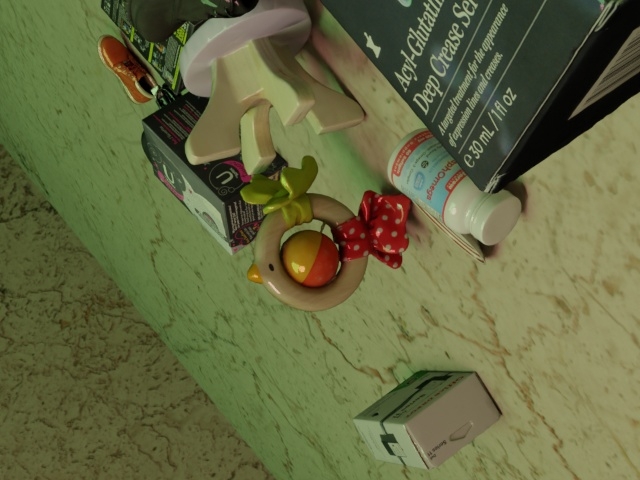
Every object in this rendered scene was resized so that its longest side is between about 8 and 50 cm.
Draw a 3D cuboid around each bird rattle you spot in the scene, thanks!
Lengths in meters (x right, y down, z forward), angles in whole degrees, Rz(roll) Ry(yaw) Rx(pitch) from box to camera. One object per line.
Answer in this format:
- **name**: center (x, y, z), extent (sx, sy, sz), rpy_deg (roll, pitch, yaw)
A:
- **bird rattle**: center (0.000, 0.000, 1.543), extent (0.253, 0.207, 0.143), rpy_deg (27, 169, -25)

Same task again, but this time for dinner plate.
- **dinner plate**: center (0.167, -0.021, 1.430), extent (0.141, 0.017, 0.141), rpy_deg (44, 178, 2)

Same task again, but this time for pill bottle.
- **pill bottle**: center (0.162, -0.063, 1.325), extent (0.160, 0.087, 0.087), rpy_deg (40, 154, 36)

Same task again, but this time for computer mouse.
- **computer mouse**: center (-0.307, -0.198, 2.205), extent (0.188, 0.072, 0.272), rpy_deg (57, 160, -5)

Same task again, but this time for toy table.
- **toy table**: center (-0.080, -0.203, 1.488), extent (0.274, 0.252, 0.161), rpy_deg (117, 134, -75)

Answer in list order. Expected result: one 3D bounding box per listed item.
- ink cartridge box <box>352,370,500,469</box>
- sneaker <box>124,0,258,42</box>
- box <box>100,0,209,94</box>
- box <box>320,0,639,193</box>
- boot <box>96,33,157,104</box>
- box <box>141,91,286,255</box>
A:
- **ink cartridge box**: center (0.165, 0.281, 1.746), extent (0.087, 0.153, 0.208), rpy_deg (60, 159, -6)
- **sneaker**: center (-0.141, -0.307, 1.324), extent (0.130, 0.109, 0.286), rpy_deg (49, 144, -2)
- **box**: center (-0.273, -0.388, 1.832), extent (0.216, 0.060, 0.270), rpy_deg (48, 160, 4)
- **box**: center (0.124, -0.291, 0.890), extent (0.395, 0.212, 0.293), rpy_deg (52, 160, 14)
- **boot**: center (-0.377, -0.342, 2.177), extent (0.158, 0.059, 0.085), rpy_deg (55, 158, -21)
- **box**: center (-0.183, -0.124, 1.935), extent (0.247, 0.142, 0.163), rpy_deg (46, 157, 28)
